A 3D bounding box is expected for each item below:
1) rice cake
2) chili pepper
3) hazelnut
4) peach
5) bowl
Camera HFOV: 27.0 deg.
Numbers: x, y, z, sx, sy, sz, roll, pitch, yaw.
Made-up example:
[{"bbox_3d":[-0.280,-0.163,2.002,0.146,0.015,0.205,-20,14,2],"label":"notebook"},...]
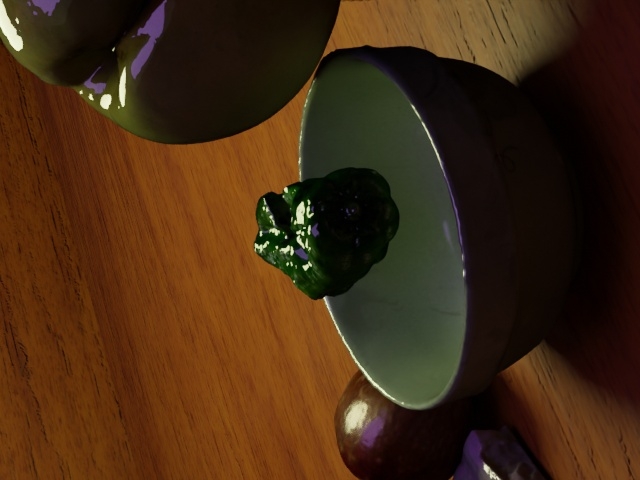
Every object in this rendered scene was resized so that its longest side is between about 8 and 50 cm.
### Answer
[{"bbox_3d":[0.202,0.290,1.170,0.298,0.050,0.106,-122,31,-45],"label":"rice cake"},{"bbox_3d":[0.000,-0.002,1.100,0.253,0.083,0.099,166,92,-73],"label":"chili pepper"},{"bbox_3d":[0.087,0.169,1.290,0.143,0.154,0.143,3,96,24],"label":"hazelnut"},{"bbox_3d":[-0.122,-0.227,1.098,0.247,0.292,0.292,114,142,-58],"label":"peach"},{"bbox_3d":[0.108,-0.018,1.127,0.307,0.163,0.307,170,90,-68],"label":"bowl"}]
